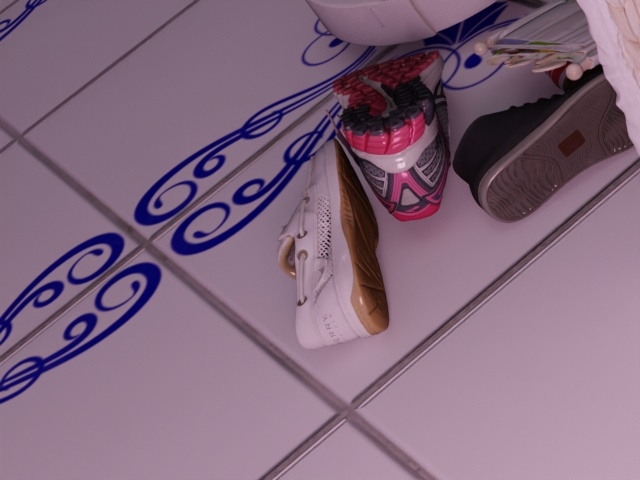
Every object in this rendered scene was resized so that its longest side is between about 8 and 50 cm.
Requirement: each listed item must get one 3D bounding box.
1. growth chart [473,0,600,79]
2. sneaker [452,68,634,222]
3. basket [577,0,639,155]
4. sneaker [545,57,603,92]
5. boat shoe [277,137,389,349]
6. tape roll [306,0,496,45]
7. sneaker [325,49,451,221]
[{"bbox_3d":[0.248,-0.209,1.642,0.172,0.021,0.237,-29,20,-13],"label":"growth chart"},{"bbox_3d":[0.225,-0.117,1.570,0.222,0.083,0.118,-34,30,0],"label":"sneaker"},{"bbox_3d":[0.412,-0.190,1.271,0.266,0.331,0.328,14,54,45],"label":"basket"},{"bbox_3d":[0.279,-0.199,1.678,0.118,0.042,0.067,-37,33,-2],"label":"sneaker"},{"bbox_3d":[0.000,0.000,1.598,0.096,0.098,0.277,-24,32,14],"label":"boat shoe"},{"bbox_3d":[0.143,-0.390,1.960,0.392,0.072,0.392,-25,37,21],"label":"tape roll"},{"bbox_3d":[0.076,-0.114,1.693,0.120,0.112,0.299,-14,21,12],"label":"sneaker"}]
